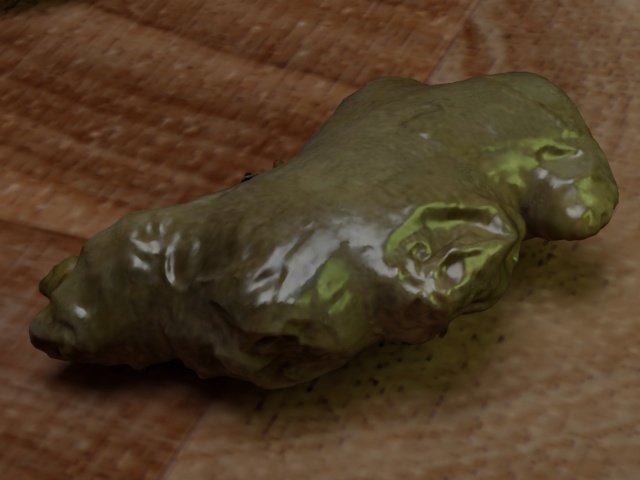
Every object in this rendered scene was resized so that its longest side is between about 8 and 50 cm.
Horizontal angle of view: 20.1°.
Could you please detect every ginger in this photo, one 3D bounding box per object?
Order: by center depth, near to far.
[{"bbox_3d":[0.004,0.001,0.663,0.213,0.074,0.137,-22,24,-26],"label":"ginger"}]
